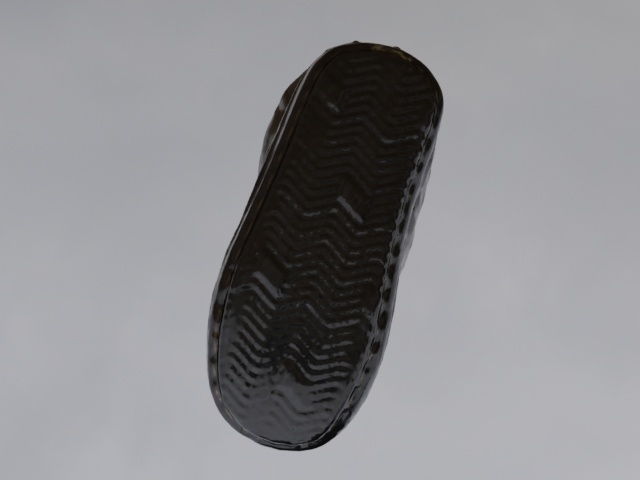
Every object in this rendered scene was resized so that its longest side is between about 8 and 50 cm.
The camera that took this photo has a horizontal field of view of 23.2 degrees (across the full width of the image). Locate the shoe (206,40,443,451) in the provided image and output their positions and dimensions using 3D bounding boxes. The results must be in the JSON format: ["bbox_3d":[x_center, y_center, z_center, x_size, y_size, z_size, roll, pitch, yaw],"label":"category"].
[{"bbox_3d":[0.000,0.000,1.487,0.171,0.384,0.237,15,-179,-3],"label":"shoe"}]
